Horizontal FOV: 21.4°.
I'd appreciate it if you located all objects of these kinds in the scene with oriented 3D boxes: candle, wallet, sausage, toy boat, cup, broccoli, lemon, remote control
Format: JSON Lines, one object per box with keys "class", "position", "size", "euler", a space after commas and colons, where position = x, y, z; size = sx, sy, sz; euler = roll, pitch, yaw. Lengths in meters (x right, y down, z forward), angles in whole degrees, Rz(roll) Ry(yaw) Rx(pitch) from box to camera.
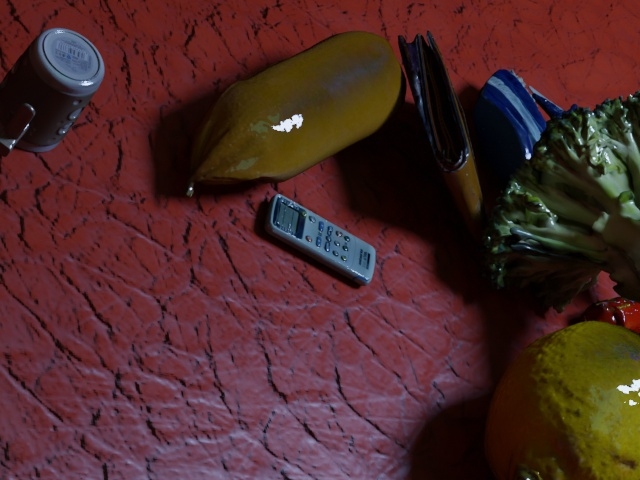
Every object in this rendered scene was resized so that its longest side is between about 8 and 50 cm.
{"class": "candle", "position": [0.331, 0.084, 1.840], "size": [0.130, 0.052, 0.052], "euler": [-10, 64, -42]}
{"class": "wallet", "position": [0.139, -0.109, 1.784], "size": [0.161, 0.042, 0.195], "euler": [57, 16, -53]}
{"class": "sausage", "position": [-0.029, -0.123, 1.675], "size": [0.112, 0.112, 0.328], "euler": [51, 42, 6]}
{"class": "toy boat", "position": [0.278, -0.120, 1.957], "size": [0.210, 0.070, 0.291], "euler": [53, 37, 2]}
{"class": "cup", "position": [-0.252, -0.132, 1.498], "size": [0.102, 0.099, 0.074], "euler": [-23, 73, -48]}
{"class": "broccoli", "position": [0.351, -0.003, 1.690], "size": [0.361, 0.221, 0.252], "euler": [20, 44, 41]}
{"class": "lemon", "position": [0.251, 0.175, 1.594], "size": [0.188, 0.188, 0.256], "euler": [51, 36, 7]}
{"class": "remote control", "position": [0.000, 0.000, 1.659], "size": [0.124, 0.018, 0.053], "euler": [30, 42, -17]}
